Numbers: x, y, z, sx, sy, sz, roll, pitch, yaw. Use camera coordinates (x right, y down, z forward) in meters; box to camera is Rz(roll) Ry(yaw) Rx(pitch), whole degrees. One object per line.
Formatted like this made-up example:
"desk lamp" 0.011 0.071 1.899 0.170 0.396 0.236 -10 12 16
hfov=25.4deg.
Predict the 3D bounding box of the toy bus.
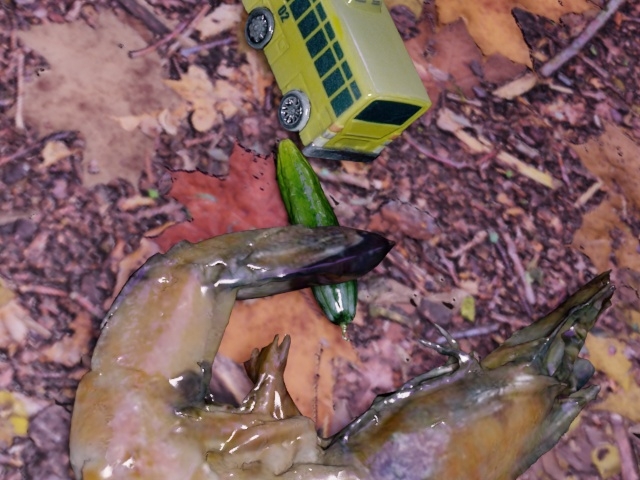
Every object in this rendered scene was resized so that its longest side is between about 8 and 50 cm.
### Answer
"toy bus" 0.009 -0.156 1.118 0.088 0.101 0.175 2 58 -46

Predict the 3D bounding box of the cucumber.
"cucumber" 0.000 0.000 1.078 0.039 0.039 0.168 -11 71 -27

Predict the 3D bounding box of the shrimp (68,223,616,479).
"shrimp" 0.030 0.094 1.003 0.445 0.085 0.272 -23 81 -23
